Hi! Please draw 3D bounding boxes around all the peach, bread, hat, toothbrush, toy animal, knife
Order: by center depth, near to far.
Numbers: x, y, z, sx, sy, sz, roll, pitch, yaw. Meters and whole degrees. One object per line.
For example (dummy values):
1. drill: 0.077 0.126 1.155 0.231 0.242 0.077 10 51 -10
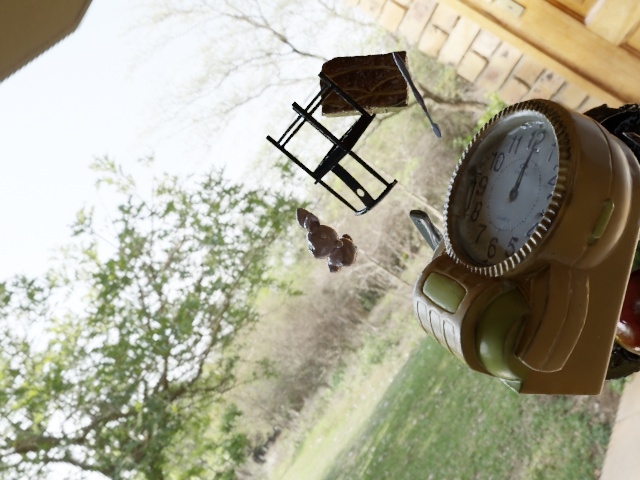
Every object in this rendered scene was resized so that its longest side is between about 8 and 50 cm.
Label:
1. toothbrush: 0.185 -0.275 1.218 0.013 0.193 0.019 -19 29 31
2. peach: 0.663 0.145 1.263 0.197 0.197 0.197 -57 -4 -5
3. hat: 0.654 0.188 1.500 0.257 0.130 0.257 -20 35 14
4. hat: 0.657 -0.176 1.594 0.208 0.238 0.337 -1 75 57
5. toy animal: -0.001 0.002 1.800 0.124 0.212 0.124 -42 27 28
6. bread: 0.137 -0.483 1.997 0.114 0.274 0.185 13 -104 -75
7. knife: 0.360 -0.014 2.026 0.265 0.073 0.041 46 -114 -41

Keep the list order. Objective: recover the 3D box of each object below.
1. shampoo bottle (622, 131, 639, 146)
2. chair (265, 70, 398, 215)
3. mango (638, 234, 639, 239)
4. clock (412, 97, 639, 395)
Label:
1. shampoo bottle: 0.661 -0.278 1.186 0.236 0.068 0.067 -57 7 20
2. chair: 0.041 -0.194 1.327 0.154 0.260 0.141 -39 14 53
3. mango: 0.758 -0.015 1.699 0.253 0.139 0.113 -24 -21 22
4. clock: 0.252 -0.002 0.777 0.244 0.200 0.317 33 109 64
